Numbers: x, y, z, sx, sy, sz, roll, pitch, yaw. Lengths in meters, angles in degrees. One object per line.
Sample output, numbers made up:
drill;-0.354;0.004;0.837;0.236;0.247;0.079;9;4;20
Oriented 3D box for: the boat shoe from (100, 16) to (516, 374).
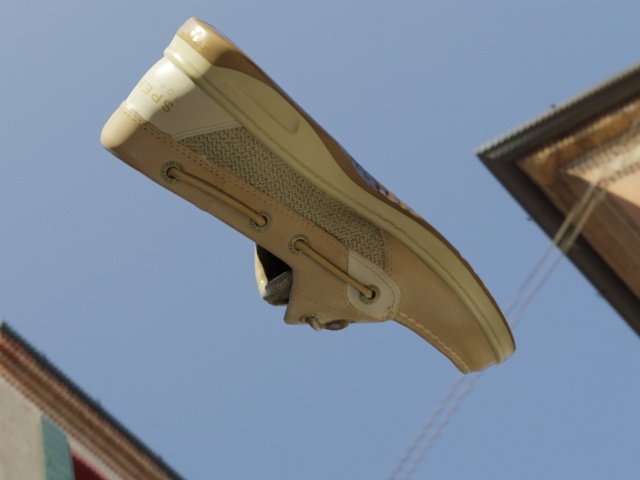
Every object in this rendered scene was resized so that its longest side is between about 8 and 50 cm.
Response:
boat shoe;0.000;0.000;0.806;0.098;0.109;0.302;-48;-57;0
